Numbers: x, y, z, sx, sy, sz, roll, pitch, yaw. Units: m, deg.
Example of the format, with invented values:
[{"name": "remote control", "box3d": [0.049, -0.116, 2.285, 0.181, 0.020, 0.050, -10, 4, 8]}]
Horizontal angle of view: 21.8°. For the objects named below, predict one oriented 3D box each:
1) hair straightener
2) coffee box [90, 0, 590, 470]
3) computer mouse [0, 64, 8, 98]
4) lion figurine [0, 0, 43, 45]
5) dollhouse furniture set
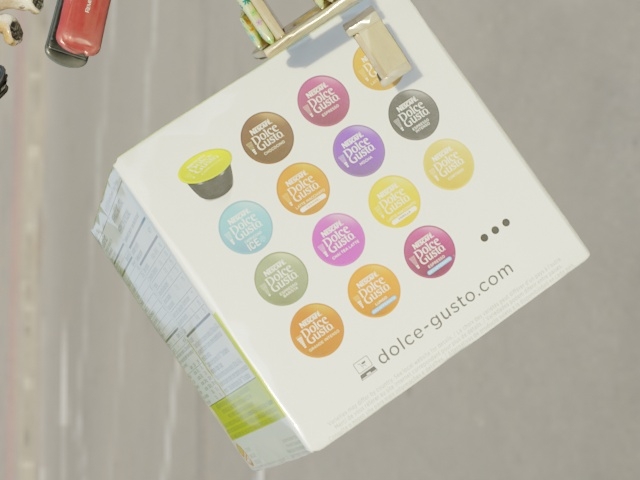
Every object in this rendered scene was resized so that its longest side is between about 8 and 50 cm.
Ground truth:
[{"name": "hair straightener", "box3d": [-0.208, -0.259, 1.461, 0.089, 0.047, 0.231, 154, 124, -63]}, {"name": "coffee box", "box3d": [0.000, 0.000, 1.699, 0.334, 0.337, 0.338, 55, 165, 3]}, {"name": "computer mouse", "box3d": [-0.343, -0.095, 1.293, 0.042, 0.193, 0.106, 81, -164, -63]}, {"name": "lion figurine", "box3d": [-0.492, -0.309, 1.970, 0.142, 0.240, 0.392, -75, -30, -42]}, {"name": "dollhouse furniture set", "box3d": [-0.017, -0.172, 1.260, 0.182, 0.101, 0.161, 55, -173, -13]}]
